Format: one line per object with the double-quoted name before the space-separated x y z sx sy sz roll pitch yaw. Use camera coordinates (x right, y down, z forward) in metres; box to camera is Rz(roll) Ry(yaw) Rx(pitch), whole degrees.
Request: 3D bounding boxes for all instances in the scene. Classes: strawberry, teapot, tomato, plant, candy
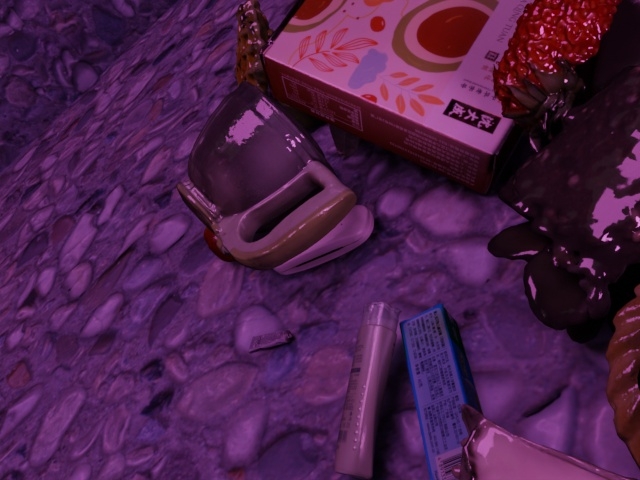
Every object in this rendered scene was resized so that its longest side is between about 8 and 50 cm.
"strawberry" 0.285 -0.244 0.825 0.106 0.188 0.286 26 67 5
"teapot" -0.095 -0.085 1.137 0.239 0.239 0.321 -45 73 -1
"tomato" -0.172 -0.003 1.249 0.075 0.087 0.087 -39 37 0
"plant" 0.321 -0.032 0.723 0.276 0.188 0.199 -56 39 18
"candy" 0.189 0.266 0.567 0.195 0.137 0.185 15 67 25

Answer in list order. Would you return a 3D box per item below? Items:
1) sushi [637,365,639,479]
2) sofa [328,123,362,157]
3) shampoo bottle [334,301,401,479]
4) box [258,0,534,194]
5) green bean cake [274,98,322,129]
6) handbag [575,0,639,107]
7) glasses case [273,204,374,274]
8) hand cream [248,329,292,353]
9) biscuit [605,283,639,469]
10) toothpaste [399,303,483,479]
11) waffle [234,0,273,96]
"sushi" 0.397 0.130 0.440 0.350 0.211 0.171 6 56 19
"sofa" 0.148 -0.242 1.178 0.225 0.176 0.210 19 66 20
"shampoo bottle" 0.059 0.183 0.832 0.072 0.049 0.212 115 168 -71
"box" 0.163 -0.306 1.031 0.385 0.122 0.344 28 72 17
"green bean cake" 0.004 -0.342 1.381 0.214 0.113 0.200 -28 39 20
"handbag" 0.467 -0.238 0.839 0.285 0.113 0.257 3 58 45
"glasses case" 0.000 0.000 1.108 0.197 0.049 0.076 -23 41 27
"hand cream" -0.081 0.157 1.062 0.093 0.019 0.030 -17 43 35
"biscuit" 0.357 0.108 0.598 0.187 0.036 0.273 32 79 16
"toothpaste" 0.150 0.195 0.777 0.065 0.050 0.266 -31 39 21
"waffle" -0.145 -0.342 1.440 0.073 0.297 0.317 0 46 -13
